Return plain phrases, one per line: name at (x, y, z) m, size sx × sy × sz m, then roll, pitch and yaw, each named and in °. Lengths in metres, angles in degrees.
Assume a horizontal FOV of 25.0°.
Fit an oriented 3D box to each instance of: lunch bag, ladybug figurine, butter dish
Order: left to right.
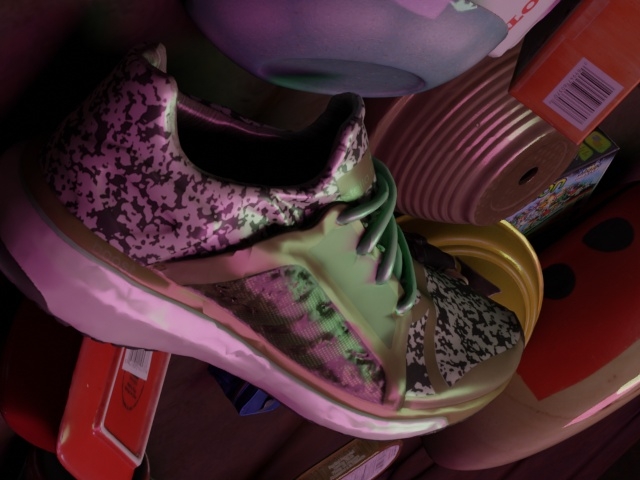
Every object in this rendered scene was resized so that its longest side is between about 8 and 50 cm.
butter dish at (-0.183, 0.090, 1.028) m, size 0.160 × 0.118 × 0.159 m, roll 67°, pitch 35°, yaw -66°
lunch bag at (-0.047, 0.114, 1.340) m, size 0.067 × 0.065 × 0.098 m, roll -7°, pitch 142°, yaw -53°
ladybug figurine at (0.279, 0.072, 1.570) m, size 0.449 × 0.162 × 0.305 m, roll -35°, pitch -169°, yaw -14°

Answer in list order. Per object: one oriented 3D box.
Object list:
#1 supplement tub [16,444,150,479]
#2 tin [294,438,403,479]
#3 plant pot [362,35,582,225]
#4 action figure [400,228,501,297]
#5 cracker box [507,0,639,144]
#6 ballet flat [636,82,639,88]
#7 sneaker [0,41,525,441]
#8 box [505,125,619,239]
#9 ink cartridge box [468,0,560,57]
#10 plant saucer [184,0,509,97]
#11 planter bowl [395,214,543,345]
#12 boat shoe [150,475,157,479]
supplement tub at (-0.223, 0.244, 1.260) m, size 0.106 × 0.106 × 0.198 m, roll -20°, pitch 150°, yaw -40°
tin at (0.026, 0.302, 1.856) m, size 0.190 × 0.040 × 0.106 m, roll -31°, pitch 152°, yaw -19°
plant pot at (0.136, -0.089, 1.181) m, size 0.237 × 0.109 × 0.237 m, roll -33°, pitch 158°, yaw -15°
action figure at (0.029, 0.018, 1.163) m, size 0.285 × 0.185 × 0.099 m, roll 21°, pitch 86°, yaw -49°
cracker box at (0.218, -0.186, 1.019) m, size 0.155 × 0.067 × 0.232 m, roll -49°, pitch -170°, yaw 34°
ballet flat at (0.329, -0.177, 1.299) m, size 0.123 × 0.123 × 0.348 m, roll -41°, pitch 158°, yaw 3°
sneaker at (0.000, 0.000, 0.907) m, size 0.410 × 0.158 × 0.182 m, roll 19°, pitch 125°, yaw -34°
box at (0.205, -0.038, 1.482) m, size 0.207 × 0.036 × 0.114 m, roll -25°, pitch 154°, yaw -32°
ink cartridge box at (0.094, -0.237, 0.823) m, size 0.197 × 0.114 × 0.273 m, roll -45°, pitch 157°, yaw 12°
plant saucer at (0.014, -0.114, 0.866) m, size 0.195 × 0.037 × 0.195 m, roll 4°, pitch 174°, yaw 0°
planter bowl at (0.119, 0.083, 1.355) m, size 0.217 × 0.090 × 0.217 m, roll -5°, pitch 120°, yaw -9°
boat shoe at (-0.176, 0.326, 1.464) m, size 0.113 × 0.127 × 0.340 m, roll -45°, pitch 170°, yaw -19°
